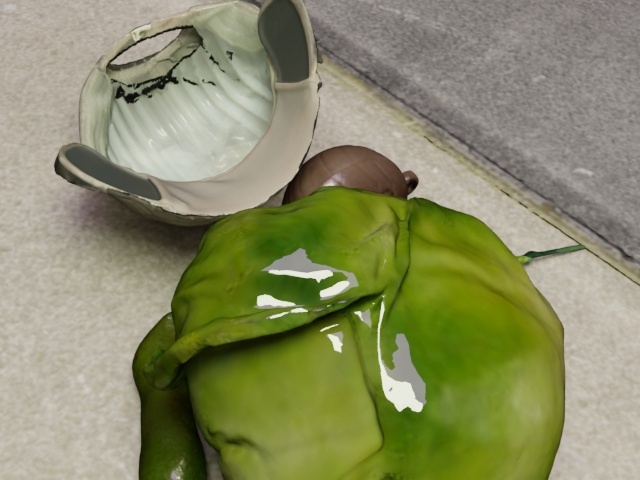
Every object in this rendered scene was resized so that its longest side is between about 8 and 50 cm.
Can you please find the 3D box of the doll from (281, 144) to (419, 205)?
[{"bbox_3d":[0.001,0.006,0.898,0.188,0.145,0.096,-48,59,3],"label":"doll"}]

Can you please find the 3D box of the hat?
[{"bbox_3d":[-0.085,-0.087,0.912,0.232,0.161,0.275,-42,30,-7],"label":"hat"}]

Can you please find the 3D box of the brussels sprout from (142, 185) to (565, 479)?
[{"bbox_3d":[0.027,0.093,0.746,0.294,0.227,0.259,-5,70,-46],"label":"brussels sprout"}]

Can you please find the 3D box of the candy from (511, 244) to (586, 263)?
[{"bbox_3d":[0.179,0.013,0.972,0.123,0.035,0.035,-11,33,-25],"label":"candy"}]

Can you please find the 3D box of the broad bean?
[{"bbox_3d":[-0.105,0.149,0.811,0.053,0.052,0.256,31,33,-36],"label":"broad bean"}]
